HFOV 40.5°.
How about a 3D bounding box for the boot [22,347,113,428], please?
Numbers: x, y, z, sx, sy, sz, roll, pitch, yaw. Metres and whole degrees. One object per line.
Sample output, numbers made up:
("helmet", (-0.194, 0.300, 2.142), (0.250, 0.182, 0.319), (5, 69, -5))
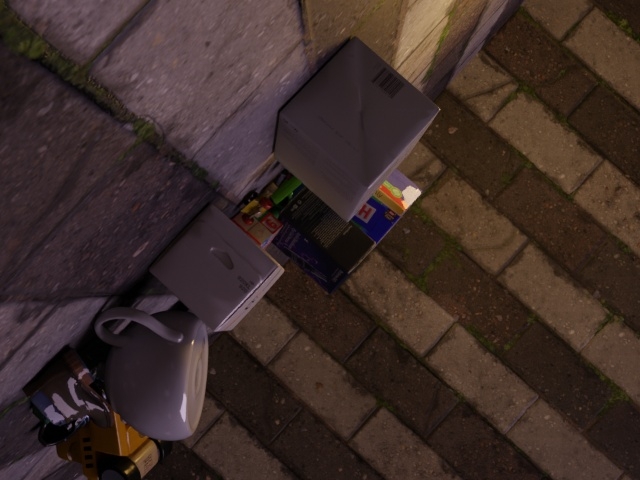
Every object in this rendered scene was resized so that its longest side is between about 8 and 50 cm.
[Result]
("boot", (-0.438, 0.282, 1.516), (0.106, 0.082, 0.219), (-34, 140, -20))

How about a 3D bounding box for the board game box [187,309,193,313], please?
("board game box", (-0.287, 0.182, 2.235), (0.305, 0.053, 0.193), (-45, 174, -37))

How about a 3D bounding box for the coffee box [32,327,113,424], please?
("coffee box", (-0.454, 0.252, 1.613), (0.184, 0.040, 0.113), (-45, 173, -30))

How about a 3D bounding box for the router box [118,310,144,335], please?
("router box", (-0.391, 0.200, 1.847), (0.092, 0.038, 0.122), (-48, 176, -11))

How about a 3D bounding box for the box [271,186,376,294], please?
("box", (0.000, 0.000, 1.967), (0.108, 0.207, 0.153), (-46, 175, -27))

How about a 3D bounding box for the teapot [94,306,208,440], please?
("teapot", (-0.313, 0.238, 1.576), (0.252, 0.187, 0.256), (-45, 140, -88))

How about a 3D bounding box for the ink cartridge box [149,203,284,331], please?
("ink cartridge box", (-0.188, 0.057, 1.633), (0.168, 0.171, 0.232), (-48, 176, -4))

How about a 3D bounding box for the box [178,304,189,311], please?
("box", (-0.371, 0.218, 2.294), (0.225, 0.036, 0.136), (-49, 176, 0))

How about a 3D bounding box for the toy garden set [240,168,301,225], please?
("toy garden set", (-0.071, -0.140, 1.855), (0.204, 0.049, 0.244), (-39, -171, 25))

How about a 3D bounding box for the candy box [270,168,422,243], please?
("candy box", (0.040, -0.083, 2.085), (0.317, 0.268, 0.122), (-51, 179, 39))

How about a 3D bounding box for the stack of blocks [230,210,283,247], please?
("stack of blocks", (-0.218, 0.057, 1.961), (0.171, 0.087, 0.297), (-45, 176, -41))

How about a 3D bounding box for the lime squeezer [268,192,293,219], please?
("lime squeezer", (-0.116, -0.054, 2.046), (0.310, 0.059, 0.110), (-43, -157, 47))

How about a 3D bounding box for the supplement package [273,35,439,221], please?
("supplement package", (0.055, -0.193, 1.580), (0.198, 0.199, 0.262), (-48, 177, -12))

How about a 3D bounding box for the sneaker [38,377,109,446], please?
("sneaker", (-0.494, 0.343, 1.812), (0.232, 0.081, 0.090), (-47, -176, 2))

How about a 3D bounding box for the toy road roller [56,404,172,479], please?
("toy road roller", (-0.522, 0.447, 2.124), (0.202, 0.241, 0.329), (-41, 136, -60))
